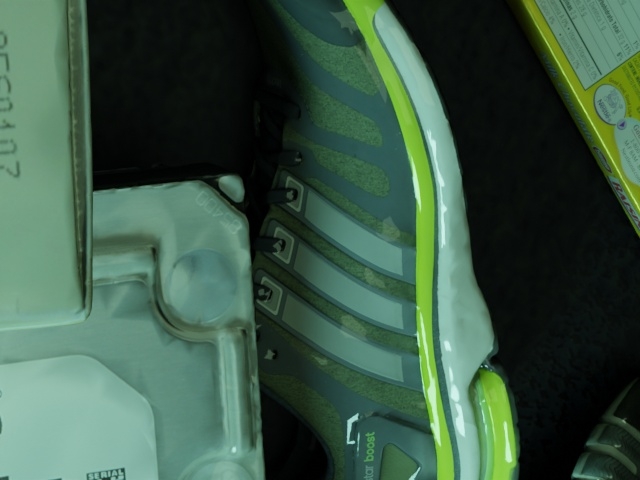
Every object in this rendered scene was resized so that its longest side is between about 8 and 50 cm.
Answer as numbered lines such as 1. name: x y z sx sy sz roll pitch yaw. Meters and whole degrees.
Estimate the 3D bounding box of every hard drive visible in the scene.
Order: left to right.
1. hard drive: -0.135 0.147 0.595 0.236 0.064 0.339 -6 100 -20

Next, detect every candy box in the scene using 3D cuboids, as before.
1. candy box: 0.178 -0.070 0.744 0.105 0.027 0.206 -37 110 -10

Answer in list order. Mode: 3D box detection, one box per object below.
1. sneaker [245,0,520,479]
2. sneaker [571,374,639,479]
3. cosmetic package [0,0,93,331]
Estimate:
1. sneaker: 0.000 0.000 0.666 0.121 0.111 0.300 -19 105 -8
2. sneaker: 0.104 0.164 0.747 0.086 0.132 0.229 47 50 -25
3. cosmetic package: -0.173 -0.059 0.488 0.160 0.309 0.113 -3 103 -15
